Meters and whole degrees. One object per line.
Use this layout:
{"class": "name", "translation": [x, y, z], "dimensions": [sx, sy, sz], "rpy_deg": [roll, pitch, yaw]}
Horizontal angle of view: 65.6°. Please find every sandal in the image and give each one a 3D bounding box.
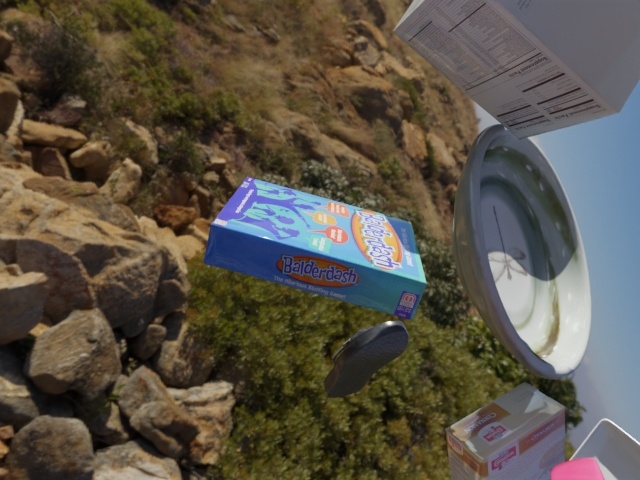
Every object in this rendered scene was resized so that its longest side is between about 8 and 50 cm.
{"class": "sandal", "translation": [0.057, 0.191, 0.811], "dimensions": [0.097, 0.255, 0.055], "rpy_deg": [-1, 56, -24]}

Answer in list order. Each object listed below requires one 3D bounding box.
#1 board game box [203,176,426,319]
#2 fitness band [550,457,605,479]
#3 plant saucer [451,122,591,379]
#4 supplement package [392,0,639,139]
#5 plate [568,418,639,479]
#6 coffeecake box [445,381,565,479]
{"class": "board game box", "translation": [0.000, 0.000, 0.537], "dimensions": [0.160, 0.210, 0.047], "rpy_deg": [-81, -173, -66]}
{"class": "fitness band", "translation": [0.251, 0.311, 0.355], "dimensions": [0.209, 0.054, 0.291], "rpy_deg": [26, 41, -51]}
{"class": "plant saucer", "translation": [0.310, 0.017, 0.801], "dimensions": [0.400, 0.100, 0.401], "rpy_deg": [16, 67, -42]}
{"class": "supplement package", "translation": [0.282, -0.306, 0.665], "dimensions": [0.262, 0.199, 0.198], "rpy_deg": [35, -7, -12]}
{"class": "plate", "translation": [0.573, 0.532, 0.929], "dimensions": [0.045, 0.277, 0.278], "rpy_deg": [35, 3, -33]}
{"class": "coffeecake box", "translation": [0.246, 0.304, 0.649], "dimensions": [0.068, 0.142, 0.186], "rpy_deg": [28, -47, 59]}
